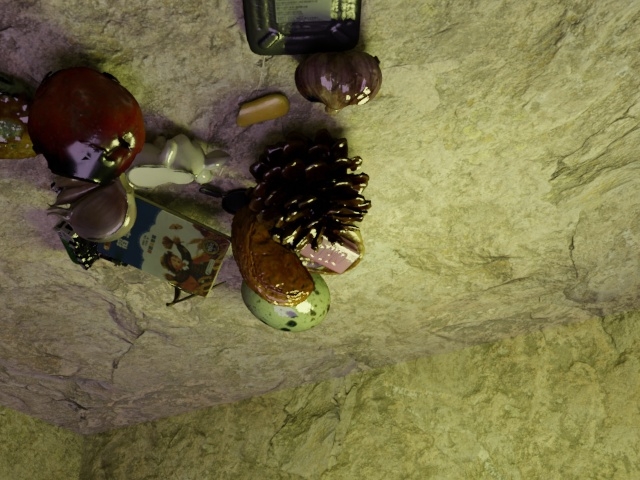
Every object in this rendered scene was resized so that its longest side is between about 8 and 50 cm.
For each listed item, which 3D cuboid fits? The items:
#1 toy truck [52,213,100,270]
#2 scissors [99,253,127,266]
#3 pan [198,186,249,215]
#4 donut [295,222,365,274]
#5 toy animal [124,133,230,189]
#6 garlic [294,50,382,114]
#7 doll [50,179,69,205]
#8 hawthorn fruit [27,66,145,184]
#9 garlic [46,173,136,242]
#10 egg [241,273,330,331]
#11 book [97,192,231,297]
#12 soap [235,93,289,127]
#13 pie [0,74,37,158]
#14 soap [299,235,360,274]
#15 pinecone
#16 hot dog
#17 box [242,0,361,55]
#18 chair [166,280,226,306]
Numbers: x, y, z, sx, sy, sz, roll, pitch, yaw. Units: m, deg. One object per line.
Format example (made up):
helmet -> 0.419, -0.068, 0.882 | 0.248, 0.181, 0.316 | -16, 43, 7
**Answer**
toy truck -> -0.861, 0.006, 2.048 | 0.125, 0.101, 0.242 | 30, 148, 13
scissors -> -0.746, 0.080, 2.097 | 0.109, 0.022, 0.300 | 21, 175, -24
pan -> -0.316, -0.148, 1.992 | 0.235, 0.028, 0.136 | 21, 136, -38
donut -> 0.000, 0.000, 2.170 | 0.329, 0.160, 0.330 | -4, 133, -4
toy animal -> -0.450, -0.234, 1.742 | 0.325, 0.154, 0.208 | 13, 147, -34
garlic -> 0.045, -0.413, 1.517 | 0.244, 0.161, 0.245 | 3, -172, 0
doll -> -0.792, -0.130, 1.901 | 0.091, 0.067, 0.219 | -34, 143, 4
hawthorn fruit -> -0.611, -0.288, 1.495 | 0.315, 0.316, 0.316 | -5, 145, -3
garlic -> -0.689, -0.124, 1.779 | 0.292, 0.210, 0.237 | -35, 127, 11
egg -> -0.137, 0.221, 2.328 | 0.379, 0.288, 0.287 | 24, 135, -32
book -> -0.546, 0.012, 1.995 | 0.427, 0.039, 0.300 | 24, 126, -6
soap -> -0.173, -0.381, 1.682 | 0.168, 0.033, 0.089 | -12, 143, 7
pie -> -0.918, -0.328, 1.564 | 0.354, 0.103, 0.288 | 6, 143, -18
soap -> 0.028, 0.030, 2.049 | 0.203, 0.065, 0.122 | 27, 120, -29
pinecone -> -0.019, -0.139, 1.800 | 0.397, 0.398, 0.398 | -5, 145, -3
hot dog -> -0.181, 0.058, 1.987 | 0.174, 0.267, 0.388 | -32, 95, 13
box -> -0.044, -0.577, 1.390 | 0.289, 0.073, 0.289 | -4, 146, -4
chair -> -0.518, 0.121, 2.212 | 0.272, 0.188, 0.166 | -28, 140, 22
